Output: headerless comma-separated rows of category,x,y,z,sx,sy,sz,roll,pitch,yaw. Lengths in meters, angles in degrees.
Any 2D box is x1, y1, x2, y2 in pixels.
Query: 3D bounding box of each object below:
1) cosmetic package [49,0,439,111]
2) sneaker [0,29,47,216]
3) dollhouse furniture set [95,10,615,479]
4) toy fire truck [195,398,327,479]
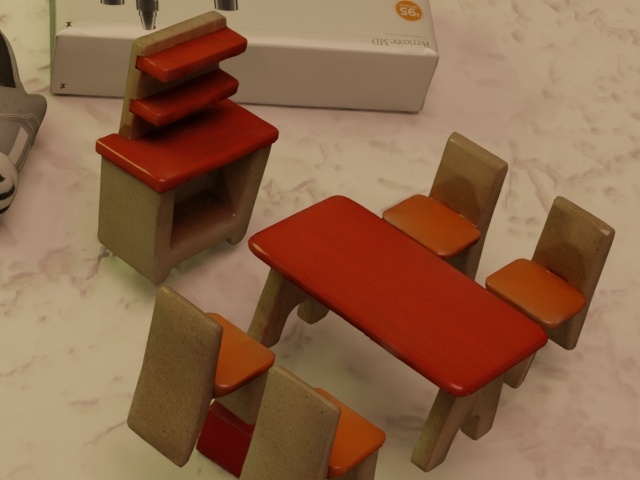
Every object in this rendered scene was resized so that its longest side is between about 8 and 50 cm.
cosmetic package,-0.051,-0.141,1.164,0.239,0.060,0.099,2,55,-12
sneaker,-0.267,-0.103,1.080,0.229,0.086,0.132,27,48,-6
dollhouse furniture set,0.000,0.000,0.990,0.259,0.135,0.262,34,39,25
toy fire truck,0.001,0.172,0.959,0.192,0.047,0.135,30,52,8
